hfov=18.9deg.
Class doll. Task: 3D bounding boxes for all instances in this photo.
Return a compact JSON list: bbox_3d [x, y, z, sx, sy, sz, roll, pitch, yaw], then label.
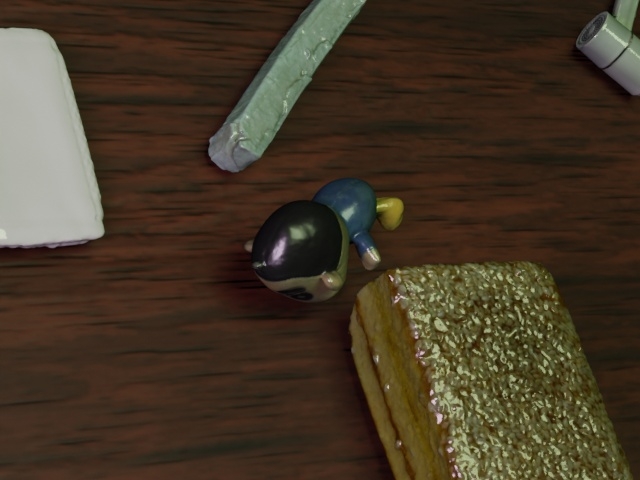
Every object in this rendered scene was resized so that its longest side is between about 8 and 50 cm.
[{"bbox_3d":[0.000,0.000,1.534,0.102,0.089,0.179,22,25,28],"label":"doll"}]

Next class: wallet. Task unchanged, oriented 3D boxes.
[{"bbox_3d":[-0.231,-0.077,1.434,0.124,0.032,0.183,-4,69,-39],"label":"wallet"}]

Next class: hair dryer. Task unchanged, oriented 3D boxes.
[{"bbox_3d":[0.307,-0.212,1.922,0.082,0.047,0.137,37,41,-16],"label":"hair dryer"}]

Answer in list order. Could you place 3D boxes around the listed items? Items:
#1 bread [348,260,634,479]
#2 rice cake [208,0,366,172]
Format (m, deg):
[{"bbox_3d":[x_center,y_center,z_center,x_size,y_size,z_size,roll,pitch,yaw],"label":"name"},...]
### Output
[{"bbox_3d":[0.134,0.138,1.540,0.184,0.110,0.234,-2,64,-35],"label":"bread"},{"bbox_3d":[-0.027,-0.143,1.618,0.042,0.045,0.245,43,46,-13],"label":"rice cake"}]
